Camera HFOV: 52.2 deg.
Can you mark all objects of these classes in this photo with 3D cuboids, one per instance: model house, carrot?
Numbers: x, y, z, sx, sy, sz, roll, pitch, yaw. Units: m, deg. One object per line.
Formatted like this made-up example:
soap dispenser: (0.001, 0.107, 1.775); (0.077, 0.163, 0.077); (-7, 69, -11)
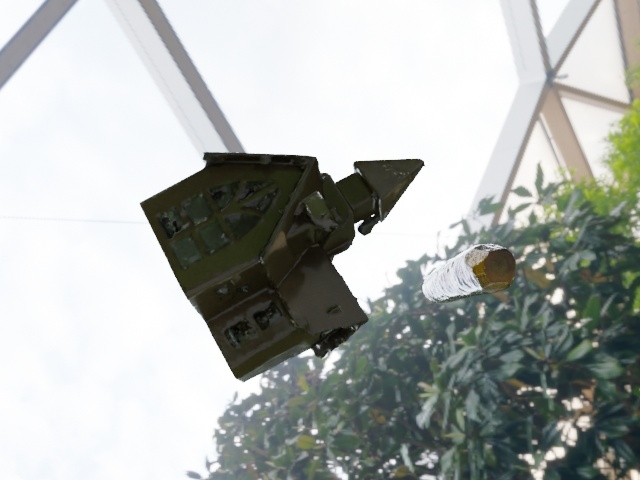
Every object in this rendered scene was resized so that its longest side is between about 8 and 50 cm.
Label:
model house: (0.000, 0.000, 0.589); (0.248, 0.181, 0.176); (-30, -116, -7)
carrot: (0.215, 0.056, 0.975); (0.070, 0.260, 0.070); (2, -102, -8)
